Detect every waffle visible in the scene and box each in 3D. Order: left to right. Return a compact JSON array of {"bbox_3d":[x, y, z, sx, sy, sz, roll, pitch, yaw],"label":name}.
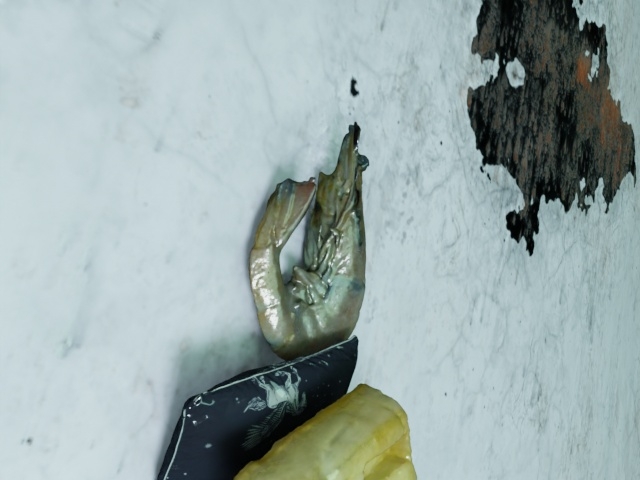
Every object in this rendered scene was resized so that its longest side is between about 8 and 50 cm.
[{"bbox_3d":[0.027,0.277,0.452,0.168,0.057,0.273,-22,105,-45],"label":"waffle"}]

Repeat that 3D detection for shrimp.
[{"bbox_3d":[-0.014,0.002,0.563,0.145,0.059,0.254,-2,97,-37],"label":"shrimp"}]

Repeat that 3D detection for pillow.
[{"bbox_3d":[-0.049,0.166,0.508,0.208,0.055,0.141,-4,118,-47],"label":"pillow"}]
